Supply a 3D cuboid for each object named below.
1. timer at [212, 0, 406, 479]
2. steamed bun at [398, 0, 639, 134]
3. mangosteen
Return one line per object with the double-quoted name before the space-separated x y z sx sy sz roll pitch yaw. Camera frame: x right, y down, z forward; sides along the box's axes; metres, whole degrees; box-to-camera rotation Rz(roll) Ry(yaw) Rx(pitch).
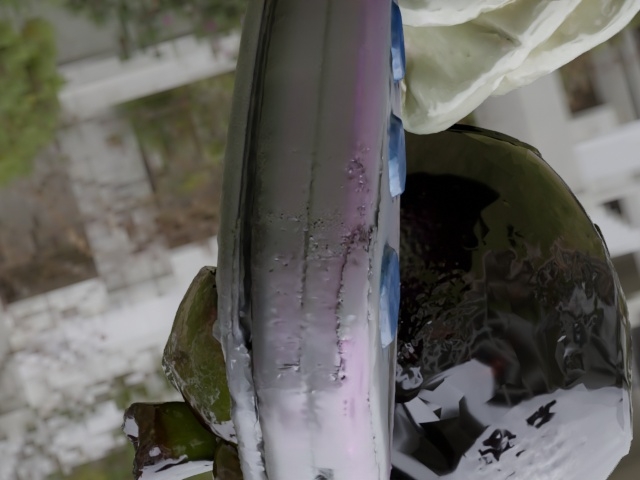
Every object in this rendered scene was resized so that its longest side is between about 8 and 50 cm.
"timer" 0.000 0.000 0.768 0.069 0.208 0.191 0 152 4
"steamed bun" 0.071 -0.225 0.939 0.268 0.280 0.207 -41 170 -13
"mangosteen" 0.031 0.061 1.105 0.287 0.233 0.287 2 171 0
